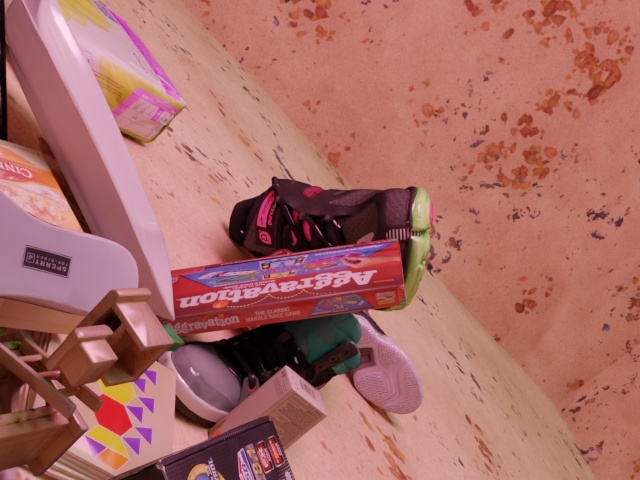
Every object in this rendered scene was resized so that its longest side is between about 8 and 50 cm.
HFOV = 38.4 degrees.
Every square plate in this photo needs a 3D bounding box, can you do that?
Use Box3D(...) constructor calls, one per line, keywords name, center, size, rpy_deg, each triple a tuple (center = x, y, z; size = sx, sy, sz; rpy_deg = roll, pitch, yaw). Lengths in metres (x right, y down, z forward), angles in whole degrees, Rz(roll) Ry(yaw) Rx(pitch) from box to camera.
Box3D(name="square plate", center=(-0.253, -0.108, 1.006), size=(0.344, 0.049, 0.347), rpy_deg=(-125, -168, -70))

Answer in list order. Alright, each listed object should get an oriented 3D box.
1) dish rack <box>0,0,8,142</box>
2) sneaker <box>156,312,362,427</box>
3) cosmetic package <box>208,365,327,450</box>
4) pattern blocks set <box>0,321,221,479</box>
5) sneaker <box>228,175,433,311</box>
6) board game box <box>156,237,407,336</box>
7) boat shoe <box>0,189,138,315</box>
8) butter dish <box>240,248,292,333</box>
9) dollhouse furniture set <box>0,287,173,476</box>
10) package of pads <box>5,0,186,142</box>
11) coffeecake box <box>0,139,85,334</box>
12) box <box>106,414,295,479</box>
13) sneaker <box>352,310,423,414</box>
Box3D(name="dish rack", center=(-0.318, -0.197, 0.819), size=(0.271, 0.074, 0.208), rpy_deg=(164, -78, -71))
Box3D(name="sneaker", center=(-0.046, 0.122, 1.046), size=(0.124, 0.178, 0.295), rpy_deg=(54, 15, 20))
Box3D(name="cosmetic package", center=(-0.056, 0.191, 0.961), size=(0.060, 0.115, 0.041), rpy_deg=(44, 12, -31))
Box3D(name="pattern blocks set", center=(-0.188, 0.145, 0.785), size=(0.285, 0.026, 0.325), rpy_deg=(40, 20, -17))
Box3D(name="sneaker", center=(0.000, 0.000, 1.345), size=(0.202, 0.185, 0.483), rpy_deg=(10, -6, -27))
Box3D(name="board game box", center=(-0.047, 0.052, 1.031), size=(0.145, 0.281, 0.027), rpy_deg=(-86, 166, -69))
Box3D(name="boat shoe", center=(-0.231, 0.001, 0.644), size=(0.228, 0.076, 0.080), rpy_deg=(23, 73, -51))
Box3D(name="butter dish", center=(-0.026, 0.084, 1.239), size=(0.160, 0.160, 0.118), rpy_deg=(49, 37, -4))
Box3D(name="dollhouse furniture set", center=(-0.216, 0.077, 0.573), size=(0.101, 0.161, 0.182), rpy_deg=(52, 19, 18))
Box3D(name="package of pads", center=(-0.349, -0.280, 1.362), size=(0.229, 0.101, 0.296), rpy_deg=(54, 13, 25))
Box3D(name="coffeecake box", center=(-0.283, -0.014, 0.778), size=(0.142, 0.068, 0.185), rpy_deg=(16, 30, -49))
Box3D(name="box", center=(-0.050, 0.281, 0.690), size=(0.270, 0.060, 0.216), rpy_deg=(68, 14, 10))
Box3D(name="sneaker", center=(0.076, 0.165, 1.544), size=(0.268, 0.101, 0.153), rpy_deg=(46, 15, -6))
